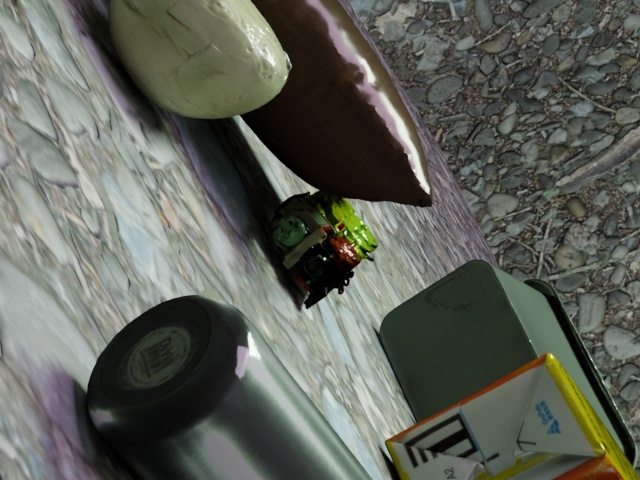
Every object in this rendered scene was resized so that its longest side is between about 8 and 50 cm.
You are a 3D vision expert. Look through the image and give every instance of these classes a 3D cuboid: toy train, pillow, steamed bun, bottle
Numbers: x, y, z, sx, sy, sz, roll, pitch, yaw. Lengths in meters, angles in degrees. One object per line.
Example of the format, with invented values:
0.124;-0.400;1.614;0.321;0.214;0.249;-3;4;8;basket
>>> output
0.000;0.000;1.404;0.085;0.053;0.249;51;8;0;toy train
-0.034;-0.147;1.347;0.305;0.108;0.308;52;-2;-6;pillow
-0.087;-0.131;1.150;0.130;0.091;0.112;51;9;-2;steamed bun
-0.012;0.128;0.779;0.096;0.079;0.254;11;-34;47;bottle

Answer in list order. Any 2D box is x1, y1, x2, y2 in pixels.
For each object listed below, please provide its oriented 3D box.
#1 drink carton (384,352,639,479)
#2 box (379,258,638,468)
0.196;0.241;1.400;0.351;0.154;0.111;52;12;-48;drink carton
0.162;0.138;1.596;0.135;0.163;0.243;35;27;-53;box
